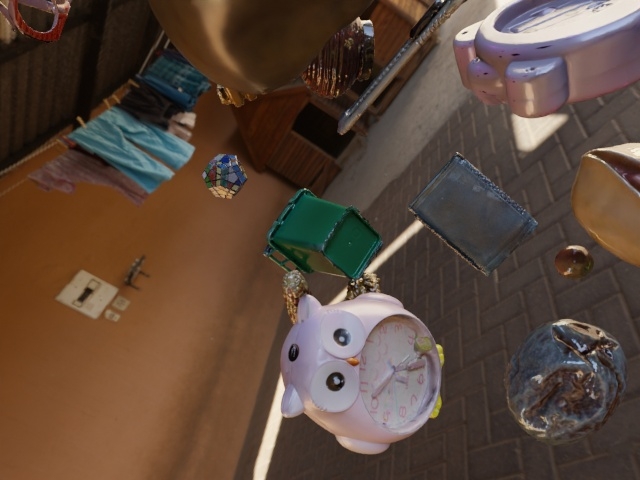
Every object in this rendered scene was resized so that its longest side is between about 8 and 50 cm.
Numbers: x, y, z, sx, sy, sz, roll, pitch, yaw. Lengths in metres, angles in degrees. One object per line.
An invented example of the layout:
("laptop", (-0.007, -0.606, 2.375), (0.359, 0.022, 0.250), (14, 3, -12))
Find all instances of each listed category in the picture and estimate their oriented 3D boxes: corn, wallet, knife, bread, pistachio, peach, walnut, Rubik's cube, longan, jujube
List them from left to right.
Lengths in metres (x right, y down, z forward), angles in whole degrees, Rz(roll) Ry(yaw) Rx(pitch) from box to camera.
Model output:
("Rubik's cube", (-0.232, -0.156, 1.077), (0.111, 0.093, 0.111), (-53, 7, 10))
("bread", (-0.172, -0.395, 1.055), (0.177, 0.119, 0.084), (-27, 49, -1))
("longan", (-0.059, -0.322, 0.449), (0.350, 0.288, 0.289), (-47, 16, 45))
("corn", (-0.065, 0.203, 1.433), (0.290, 0.098, 0.098), (80, -154, -49))
("walnut", (0.129, 0.170, 1.448), (0.142, 0.069, 0.170), (-30, 26, 22))
("knife", (0.148, -0.348, 0.865), (0.365, 0.043, 0.089), (-44, 14, 29))
("wallet", (0.476, -0.079, 1.399), (0.237, 0.342, 0.075), (-50, 1, 11))
("jujube", (0.599, 0.338, 1.090), (0.215, 0.246, 0.308), (-19, -35, -56))
("peach", (0.591, 0.051, 1.033), (0.083, 0.083, 0.083), (-56, 11, 16))
("pistachio", (0.625, -0.074, 0.845), (0.230, 0.229, 0.309), (-55, 25, 20))

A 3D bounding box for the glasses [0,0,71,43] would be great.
("glasses", (-0.434, -0.367, 0.579), (0.255, 0.095, 0.162), (-19, -54, -68))

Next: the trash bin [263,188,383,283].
("trash bin", (0.000, 0.000, 1.557), (0.295, 0.259, 0.381), (-55, 29, -11))

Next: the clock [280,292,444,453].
("clock", (0.075, 0.297, 1.046), (0.250, 0.376, 0.369), (-15, 60, 53))

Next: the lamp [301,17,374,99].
("lamp", (0.015, -0.482, 1.118), (0.247, 0.246, 0.247), (-56, 11, 16))

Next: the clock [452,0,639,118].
("clock", (0.375, -0.306, 0.679), (0.295, 0.114, 0.322), (-19, 33, 15))
